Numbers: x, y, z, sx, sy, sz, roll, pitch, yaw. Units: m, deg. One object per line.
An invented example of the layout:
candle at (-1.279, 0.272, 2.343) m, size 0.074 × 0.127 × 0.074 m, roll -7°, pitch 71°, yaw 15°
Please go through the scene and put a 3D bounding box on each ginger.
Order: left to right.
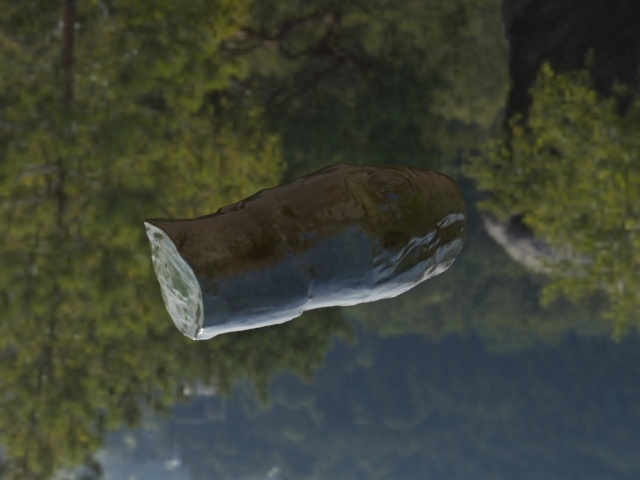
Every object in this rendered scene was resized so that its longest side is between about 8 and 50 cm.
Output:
ginger at (0.000, 0.000, 0.989) m, size 0.263 × 0.109 × 0.116 m, roll -12°, pitch -165°, yaw -29°
